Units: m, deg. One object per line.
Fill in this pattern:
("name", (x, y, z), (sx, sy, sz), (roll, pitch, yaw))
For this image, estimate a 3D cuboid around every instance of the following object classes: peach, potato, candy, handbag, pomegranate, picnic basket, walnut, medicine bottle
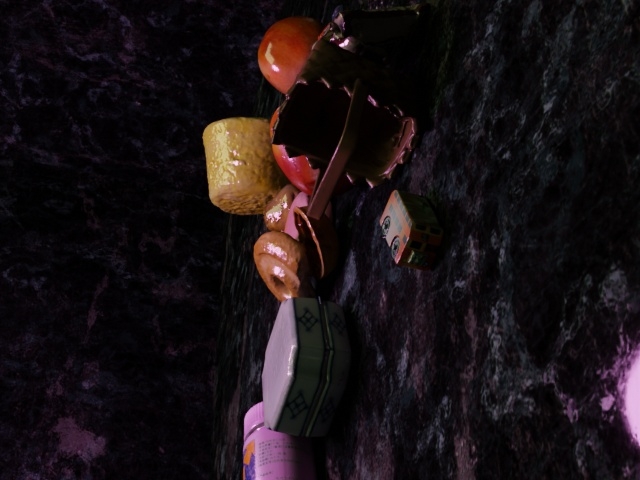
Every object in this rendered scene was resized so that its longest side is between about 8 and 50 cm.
("peach", (0.007, -0.242, 1.852), (0.238, 0.281, 0.280), (-28, 43, 27))
("potato", (-0.105, -0.099, 2.420), (0.176, 0.137, 0.137), (-41, 36, 34))
("candy", (-0.037, -0.025, 2.144), (0.255, 0.094, 0.255), (-169, 90, -76))
("handbag", (0.105, -0.445, 1.664), (0.213, 0.235, 0.127), (-50, 54, 56))
("pomegranate", (-0.062, -0.578, 2.391), (0.252, 0.270, 0.229), (-44, -31, -15))
("picnic basket", (0.051, -0.223, 1.555), (0.254, 0.291, 0.321), (119, 169, -49))
("walnut", (0.001, -0.002, 1.951), (0.167, 0.087, 0.211), (-147, 40, -67))
("medicine bottle", (-0.098, 0.542, 1.793), (0.290, 0.178, 0.178), (-100, 25, -52))

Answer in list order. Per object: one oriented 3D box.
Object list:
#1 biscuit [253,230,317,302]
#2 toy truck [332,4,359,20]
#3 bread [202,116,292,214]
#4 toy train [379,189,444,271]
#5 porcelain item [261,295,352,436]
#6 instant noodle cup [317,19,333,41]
("biscuit", (-0.097, 0.089, 2.014), (0.213, 0.091, 0.274), (30, 151, 39))
("toy truck", (0.055, -0.600, 2.228), (0.074, 0.088, 0.201), (-91, 19, -44))
("bread", (-0.250, -0.264, 2.653), (0.348, 0.348, 0.307), (138, 137, -67))
("toy train", (0.166, -0.024, 1.404), (0.188, 0.072, 0.099), (-104, 28, -58))
("porcelain item", (-0.032, 0.295, 1.764), (0.281, 0.157, 0.285), (-99, 23, -58))
("instant noodle cup", (0.075, -0.468, 1.900), (0.212, 0.193, 0.193), (-121, 43, -80))
